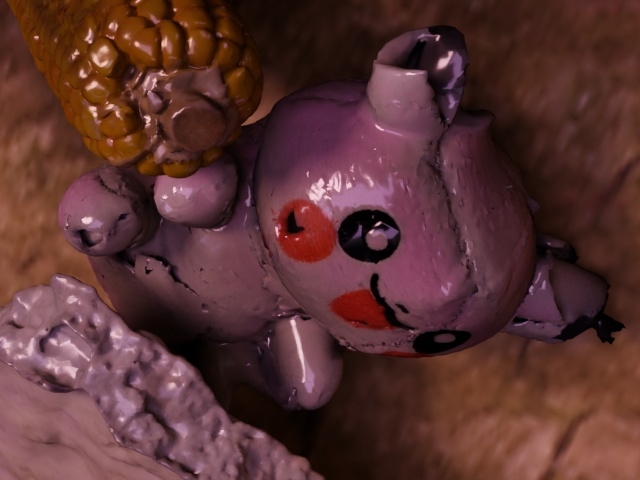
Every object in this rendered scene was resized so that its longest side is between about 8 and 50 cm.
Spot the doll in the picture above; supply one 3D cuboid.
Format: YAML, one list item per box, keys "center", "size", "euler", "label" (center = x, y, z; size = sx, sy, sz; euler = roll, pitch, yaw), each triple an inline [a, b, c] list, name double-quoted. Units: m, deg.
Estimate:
- center: [0.000, 0.000, 0.549]
  size: [0.192, 0.095, 0.149]
  euler: [-10, 128, 24]
  label: "doll"

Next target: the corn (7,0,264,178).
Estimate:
- center: [-0.077, -0.088, 0.522]
  size: [0.068, 0.068, 0.207]
  euler: [-60, 38, 20]
  label: "corn"

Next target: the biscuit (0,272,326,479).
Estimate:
- center: [-0.084, 0.085, 0.578]
  size: [0.265, 0.040, 0.188]
  euler: [20, 144, 21]
  label: "biscuit"
